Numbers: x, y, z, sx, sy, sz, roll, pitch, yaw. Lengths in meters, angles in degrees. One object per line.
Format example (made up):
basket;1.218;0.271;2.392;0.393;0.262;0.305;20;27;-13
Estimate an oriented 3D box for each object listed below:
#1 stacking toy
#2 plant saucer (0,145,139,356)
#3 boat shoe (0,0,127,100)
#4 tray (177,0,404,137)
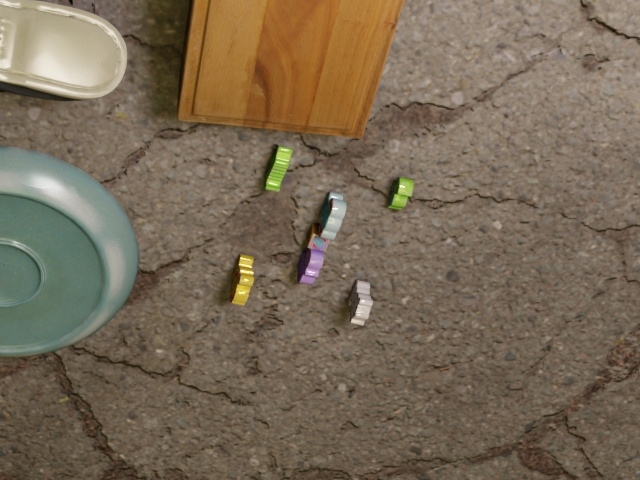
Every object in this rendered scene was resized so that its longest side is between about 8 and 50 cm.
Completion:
stacking toy;0.000;0.000;1.744;0.167;0.052;0.221;11;127;-13
plant saucer;-0.373;0.029;1.748;0.317;0.044;0.317;-1;129;-2
boat shoe;-0.370;-0.220;1.506;0.340;0.113;0.127;12;83;-23
tray;-0.019;-0.257;1.446;0.203;0.076;0.411;5;146;-8
